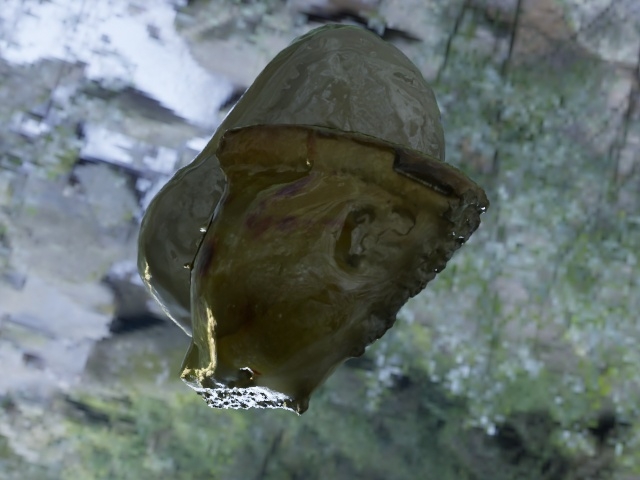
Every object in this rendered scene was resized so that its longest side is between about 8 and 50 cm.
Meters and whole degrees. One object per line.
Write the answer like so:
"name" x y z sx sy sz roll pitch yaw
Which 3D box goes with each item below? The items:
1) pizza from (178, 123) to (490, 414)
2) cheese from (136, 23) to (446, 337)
"pizza" -0.006 0.007 0.896 0.204 0.188 0.080 0 158 38
"cheese" -0.018 -0.041 1.159 0.173 0.251 0.248 43 122 3
